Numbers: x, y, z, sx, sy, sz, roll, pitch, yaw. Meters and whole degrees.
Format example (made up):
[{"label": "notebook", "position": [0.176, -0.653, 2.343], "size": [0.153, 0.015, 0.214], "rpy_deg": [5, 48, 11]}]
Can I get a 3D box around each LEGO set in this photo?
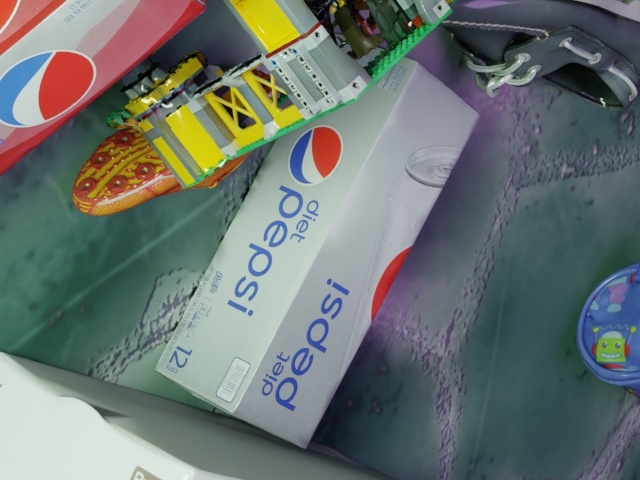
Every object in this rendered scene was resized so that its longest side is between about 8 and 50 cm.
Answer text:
[{"label": "LEGO set", "position": [-0.015, -0.205, 1.123], "size": [0.331, 0.255, 0.192], "rpy_deg": [-42, 102, -23]}]

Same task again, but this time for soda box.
[{"label": "soda box", "position": [-0.196, -0.091, 0.977], "size": [0.263, 0.092, 0.083], "rpy_deg": [-37, 152, 15]}, {"label": "soda box", "position": [0.000, 0.000, 1.319], "size": [0.098, 0.091, 0.286], "rpy_deg": [34, 82, -49]}]

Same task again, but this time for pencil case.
[{"label": "pencil case", "position": [0.364, 0.111, 1.733], "size": [0.306, 0.119, 0.133], "rpy_deg": [29, 84, -49]}]

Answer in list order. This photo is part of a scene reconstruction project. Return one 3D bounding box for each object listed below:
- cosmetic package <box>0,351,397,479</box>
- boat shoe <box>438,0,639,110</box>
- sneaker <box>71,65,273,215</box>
[{"label": "cosmetic package", "position": [-0.063, 0.216, 1.261], "size": [0.385, 0.217, 0.156], "rpy_deg": [21, 91, -47]}, {"label": "boat shoe", "position": [0.169, -0.156, 1.411], "size": [0.319, 0.116, 0.099], "rpy_deg": [0, 104, -52]}, {"label": "sneaker", "position": [-0.092, -0.054, 1.223], "size": [0.175, 0.064, 0.067], "rpy_deg": [-30, 137, -31]}]
